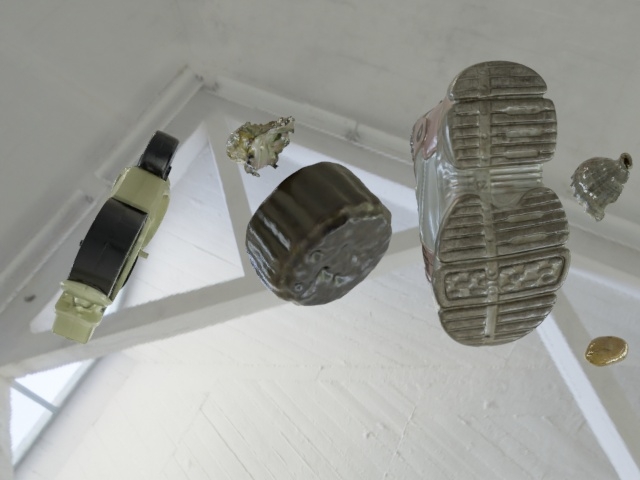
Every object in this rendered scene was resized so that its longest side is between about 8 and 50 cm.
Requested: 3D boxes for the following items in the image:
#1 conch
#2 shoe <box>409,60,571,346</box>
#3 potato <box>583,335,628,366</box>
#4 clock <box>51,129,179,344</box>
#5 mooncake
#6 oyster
[{"bbox_3d":[0.647,-0.125,1.303,0.130,0.207,0.155,-1,-106,-10],"label":"conch"},{"bbox_3d":[0.210,-0.042,0.763,0.172,0.198,0.351,4,-88,-8],"label":"shoe"},{"bbox_3d":[0.533,0.209,1.074,0.083,0.068,0.062,-29,-117,-32],"label":"potato"},{"bbox_3d":[-0.370,-0.018,1.065,0.120,0.276,0.379,26,-144,-12],"label":"clock"},{"bbox_3d":[0.000,0.000,1.144,0.290,0.290,0.161,-32,-123,-16],"label":"mooncake"},{"bbox_3d":[-0.110,-0.177,1.044,0.072,0.133,0.209,35,-144,4],"label":"oyster"}]
